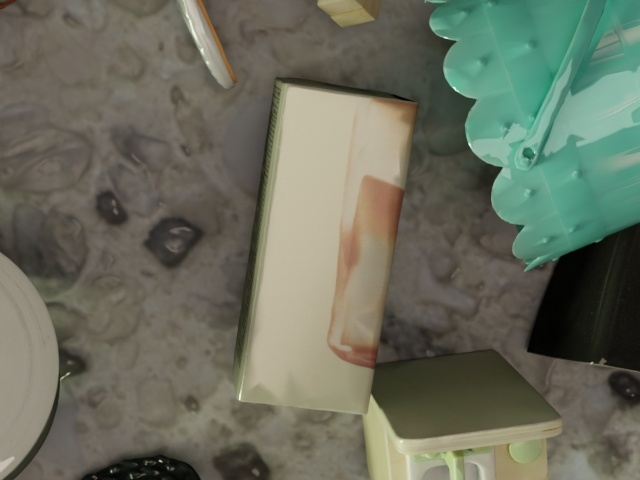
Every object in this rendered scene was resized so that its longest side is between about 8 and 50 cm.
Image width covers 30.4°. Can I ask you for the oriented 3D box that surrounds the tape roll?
[{"bbox_3d":[-0.357,0.122,1.055,0.246,0.169,0.246,3,78,-12],"label":"tape roll"}]

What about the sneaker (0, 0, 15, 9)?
[{"bbox_3d":[-0.376,-0.249,0.961,0.125,0.321,0.180,-23,101,17],"label":"sneaker"}]

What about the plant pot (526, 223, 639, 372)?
[{"bbox_3d":[0.334,0.050,1.173,0.187,0.188,0.167,10,86,-9],"label":"plant pot"}]

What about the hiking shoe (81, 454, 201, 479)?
[{"bbox_3d":[-0.238,0.339,1.199,0.304,0.113,0.132,-38,133,-6],"label":"hiking shoe"}]

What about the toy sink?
[{"bbox_3d":[0.132,0.206,1.139,0.153,0.234,0.131,-7,101,-7],"label":"toy sink"}]

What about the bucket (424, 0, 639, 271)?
[{"bbox_3d":[0.224,-0.127,1.050,0.183,0.281,0.281,-20,103,12],"label":"bucket"}]

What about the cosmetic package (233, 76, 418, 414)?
[{"bbox_3d":[0.000,0.000,1.128,0.129,0.153,0.296,8,100,-8],"label":"cosmetic package"}]

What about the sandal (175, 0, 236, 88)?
[{"bbox_3d":[-0.118,-0.273,1.095,0.076,0.102,0.265,-26,111,-3],"label":"sandal"}]

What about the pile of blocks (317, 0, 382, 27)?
[{"bbox_3d":[-0.043,-0.366,1.066,0.149,0.113,0.362,-23,103,-46],"label":"pile of blocks"}]
